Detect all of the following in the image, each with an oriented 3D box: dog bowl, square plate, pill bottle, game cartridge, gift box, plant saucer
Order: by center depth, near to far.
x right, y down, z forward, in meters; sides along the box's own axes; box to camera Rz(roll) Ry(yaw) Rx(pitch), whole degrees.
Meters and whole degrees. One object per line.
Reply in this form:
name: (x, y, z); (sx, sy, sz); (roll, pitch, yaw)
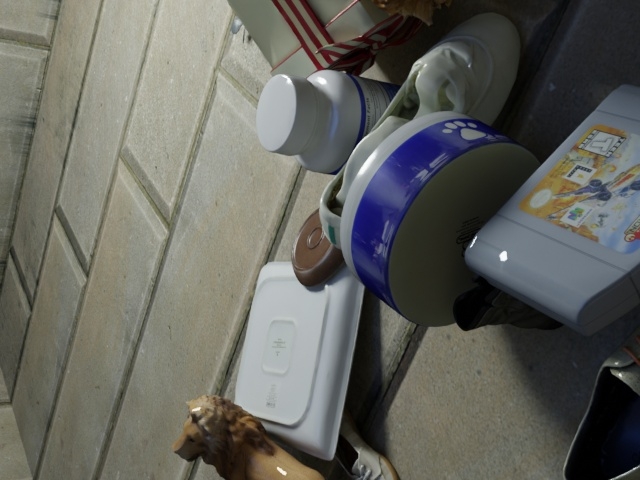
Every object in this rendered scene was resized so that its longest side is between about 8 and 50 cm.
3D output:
game cartridge: (0.316, -0.044, 0.851); (0.297, 0.062, 0.198); (-45, 33, -10)
dog bowl: (0.161, -0.025, 1.034); (0.104, 0.265, 0.265); (41, 120, 46)
pill bottle: (0.047, -0.170, 1.204); (0.152, 0.272, 0.152); (-7, 82, 55)
gift box: (0.006, -0.374, 1.233); (0.258, 0.276, 0.255); (55, 144, -7)
plant saucer: (0.000, 0.000, 1.415); (0.168, 0.029, 0.168); (-37, 38, 35)
square plate: (-0.056, 0.196, 1.458); (0.347, 0.049, 0.344); (-6, 70, 57)

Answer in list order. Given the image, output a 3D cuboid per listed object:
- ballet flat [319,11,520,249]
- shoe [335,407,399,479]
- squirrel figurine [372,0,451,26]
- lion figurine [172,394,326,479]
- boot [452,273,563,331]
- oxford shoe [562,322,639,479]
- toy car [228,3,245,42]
ballet flat: (0.135, -0.156, 1.075); (0.400, 0.139, 0.139); (-54, 39, -1)
shoe: (0.057, 0.364, 1.329); (0.219, 0.058, 0.076); (48, 125, 46)
squirrel figurine: (0.130, -0.496, 1.025); (0.281, 0.370, 0.397); (41, 121, 35)
lion figurine: (-0.069, 0.410, 1.352); (0.392, 0.142, 0.240); (16, 128, 32)
boot: (0.275, 0.029, 0.955); (0.246, 0.161, 0.083); (-58, 44, 35)
oxford shoe: (0.380, 0.117, 0.809); (0.140, 0.146, 0.397); (44, 122, 50)
toy car: (-0.171, -0.516, 1.678); (0.155, 0.149, 0.188); (-122, 35, -56)
